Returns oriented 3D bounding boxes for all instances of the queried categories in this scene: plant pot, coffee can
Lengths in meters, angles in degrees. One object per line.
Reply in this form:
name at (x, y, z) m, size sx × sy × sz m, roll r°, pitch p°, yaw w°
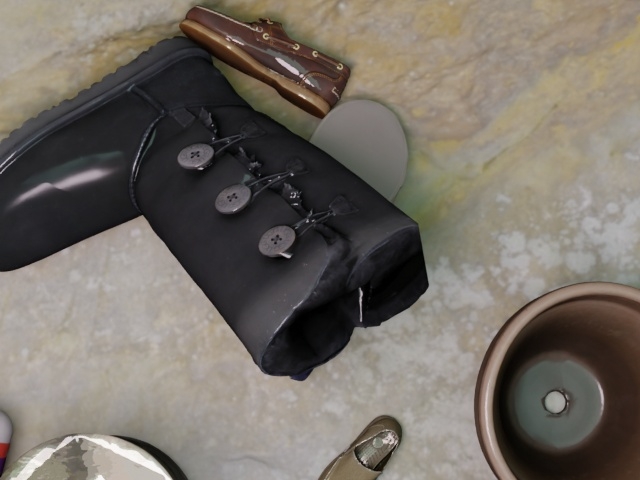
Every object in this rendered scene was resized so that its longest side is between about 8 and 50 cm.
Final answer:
plant pot at (0.287, 0.185, 1.680) m, size 0.263 × 0.229 × 0.263 m, roll 0°, pitch 84°, yaw -4°
coffee can at (-0.229, 0.300, 1.557) m, size 0.201 × 0.275 × 0.202 m, roll 0°, pitch 82°, yaw -3°

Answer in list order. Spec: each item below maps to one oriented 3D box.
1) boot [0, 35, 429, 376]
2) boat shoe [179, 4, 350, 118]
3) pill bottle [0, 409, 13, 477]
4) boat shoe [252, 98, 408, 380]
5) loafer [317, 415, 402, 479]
boot at (-0.150, 0.005, 1.598) m, size 0.367 × 0.146 × 0.445 m, roll -41°, pitch 54°, yaw -7°
boat shoe at (-0.064, -0.224, 1.778) m, size 0.207 × 0.073 × 0.073 m, roll 30°, pitch 81°, yaw -8°
pill bottle at (-0.459, 0.323, 1.640) m, size 0.181 × 0.181 × 0.323 m, roll 14°, pitch 84°, yaw -2°
boat shoe at (0.000, 0.000, 1.739) m, size 0.127 × 0.158 × 0.341 m, roll 25°, pitch 54°, yaw -8°
loafer at (0.041, 0.265, 1.745) m, size 0.056 × 0.050 × 0.148 m, roll 35°, pitch 83°, yaw 0°
